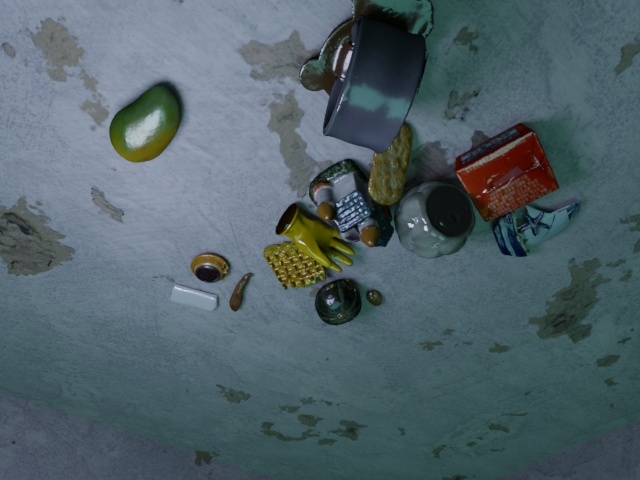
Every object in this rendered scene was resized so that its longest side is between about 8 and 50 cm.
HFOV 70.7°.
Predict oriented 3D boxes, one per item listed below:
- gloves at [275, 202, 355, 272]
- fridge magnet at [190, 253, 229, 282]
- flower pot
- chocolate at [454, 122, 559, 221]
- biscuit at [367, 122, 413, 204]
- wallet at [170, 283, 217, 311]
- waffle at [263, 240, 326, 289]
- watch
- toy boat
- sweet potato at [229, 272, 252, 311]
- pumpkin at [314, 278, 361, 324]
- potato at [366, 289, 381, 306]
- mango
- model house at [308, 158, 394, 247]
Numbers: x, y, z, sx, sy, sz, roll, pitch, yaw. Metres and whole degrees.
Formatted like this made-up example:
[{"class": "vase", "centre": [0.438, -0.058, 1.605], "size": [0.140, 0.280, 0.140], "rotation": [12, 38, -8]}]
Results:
[{"class": "gloves", "centre": [0.001, -0.001, 1.532], "size": [0.294, 0.116, 0.133], "rotation": [32, 91, -21]}, {"class": "fridge magnet", "centre": [-0.413, 0.107, 1.679], "size": [0.143, 0.063, 0.143], "rotation": [-1, 132, -1]}, {"class": "flower pot", "centre": [0.347, -0.063, 1.397], "size": [0.246, 0.246, 0.195], "rotation": [18, 161, -12]}, {"class": "chocolate", "centre": [0.551, -0.205, 1.352], "size": [0.237, 0.108, 0.235], "rotation": [-28, 124, 25]}, {"class": "biscuit", "centre": [0.205, -0.225, 1.312], "size": [0.119, 0.029, 0.247], "rotation": [6, 99, -28]}, {"class": "wallet", "centre": [-0.505, 0.232, 1.809], "size": [0.190, 0.033, 0.095], "rotation": [18, 130, -13]}, {"class": "waffle", "centre": [-0.064, 0.088, 1.654], "size": [0.219, 0.057, 0.229], "rotation": [-17, 128, 15]}, {"class": "watch", "centre": [0.121, -0.396, 1.061], "size": [0.314, 0.326, 0.335], "rotation": [15, 129, -11]}, {"class": "toy boat", "centre": [0.706, -0.059, 1.500], "size": [0.210, 0.070, 0.291], "rotation": [28, 122, -26]}, {"class": "sweet potato", "centre": [-0.318, 0.202, 1.770], "size": [0.050, 0.050, 0.214], "rotation": [17, 126, -12]}, {"class": "pumpkin", "centre": [0.067, 0.235, 1.715], "size": [0.190, 0.146, 0.190], "rotation": [-14, 147, -9]}, {"class": "potato", "centre": [0.211, 0.228, 1.773], "size": [0.051, 0.040, 0.083], "rotation": [-21, 125, 25]}, {"class": "mango", "centre": [-0.493, -0.329, 1.288], "size": [0.251, 0.114, 0.156], "rotation": [-39, 110, 16]}, {"class": "model house", "centre": [0.099, -0.060, 1.377], "size": [0.190, 0.300, 0.271], "rotation": [-31, 123, 17]}]
